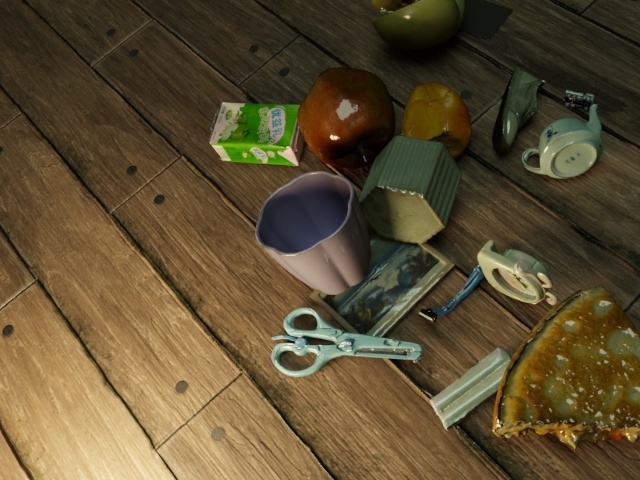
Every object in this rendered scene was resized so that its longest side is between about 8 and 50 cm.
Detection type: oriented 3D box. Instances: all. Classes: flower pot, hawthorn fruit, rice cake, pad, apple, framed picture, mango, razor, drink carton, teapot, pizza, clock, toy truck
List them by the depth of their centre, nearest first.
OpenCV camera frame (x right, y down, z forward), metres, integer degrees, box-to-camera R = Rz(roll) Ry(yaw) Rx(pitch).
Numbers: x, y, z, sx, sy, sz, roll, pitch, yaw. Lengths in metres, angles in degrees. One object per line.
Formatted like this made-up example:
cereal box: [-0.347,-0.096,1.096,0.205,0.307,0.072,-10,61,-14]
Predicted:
pizza: [0.609,0.329,1.496,0.406,0.130,0.440,31,62,27]
rice cake: [0.356,0.338,1.605,0.226,0.040,0.085,-36,59,-6]
clock: [0.468,0.083,1.636,0.191,0.151,0.062,25,68,44]
razor: [0.355,0.117,1.733,0.253,0.042,0.082,-41,18,-11]
flower pot: [0.000,0.000,1.757,0.265,0.243,0.265,-14,47,15]
flower pot: [0.228,-0.127,1.787,0.209,0.239,0.189,30,56,-10]
framed picture: [0.157,0.105,1.801,0.315,0.024,0.232,-43,58,-12]
teapot: [0.629,-0.252,1.812,0.232,0.159,0.159,-35,54,28]
hawthorn fruit: [0.080,-0.323,1.911,0.268,0.268,0.301,-22,46,2]
toy truck: [0.710,-0.389,1.924,0.083,0.039,0.044,20,54,26]
mango: [0.323,-0.343,1.948,0.187,0.138,0.257,-16,53,27]
apple: [0.284,-0.706,2.072,0.254,0.292,0.292,-14,54,41]
drink carton: [-0.182,-0.320,2.083,0.271,0.108,0.161,6,65,17]
pad: [0.472,-0.705,2.186,0.211,0.003,0.143,32,73,27]

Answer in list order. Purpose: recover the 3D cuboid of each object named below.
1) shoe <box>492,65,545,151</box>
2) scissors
shoe: [0.541,-0.354,1.916,0.098,0.103,0.275,18,69,9]
scissors: [0.057,0.258,1.713,0.393,0.032,0.180,3,67,22]
